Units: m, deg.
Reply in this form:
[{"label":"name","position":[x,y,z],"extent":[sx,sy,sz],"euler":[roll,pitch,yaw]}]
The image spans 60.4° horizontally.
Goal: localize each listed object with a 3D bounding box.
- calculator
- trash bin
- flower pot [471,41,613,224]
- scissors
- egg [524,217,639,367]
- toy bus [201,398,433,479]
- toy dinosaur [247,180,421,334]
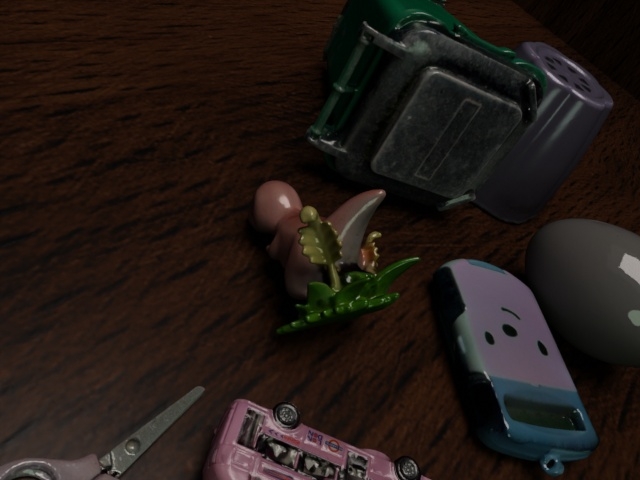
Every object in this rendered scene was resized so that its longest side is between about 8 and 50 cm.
[{"label":"calculator","position":[0.231,0.142,0.679],"extent":[0.173,0.051,0.293],"euler":[16,42,-24]},{"label":"trash bin","position":[0.124,-0.260,0.874],"extent":[0.295,0.259,0.381],"euler":[15,36,-22]},{"label":"flower pot","position":[0.360,-0.197,0.972],"extent":[0.265,0.243,0.265],"euler":[20,44,-20]},{"label":"scissors","position":[-0.153,0.165,0.413],"extent":[0.100,0.015,0.189],"euler":[43,37,8]},{"label":"egg","position":[0.394,0.067,0.774],"extent":[0.232,0.176,0.176],"euler":[42,38,25]},{"label":"toy bus","position":[0.005,0.203,0.447],"extent":[0.203,0.063,0.090],"euler":[25,43,-8]},{"label":"toy dinosaur","position":[0.007,-0.001,0.591],"extent":[0.152,0.194,0.177],"euler":[-9,77,-31]}]
